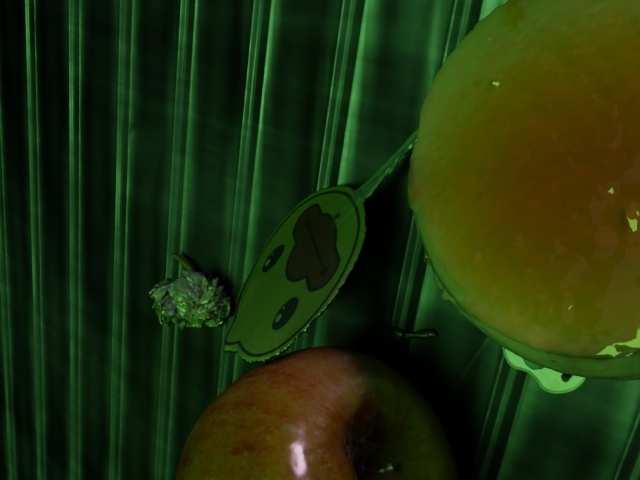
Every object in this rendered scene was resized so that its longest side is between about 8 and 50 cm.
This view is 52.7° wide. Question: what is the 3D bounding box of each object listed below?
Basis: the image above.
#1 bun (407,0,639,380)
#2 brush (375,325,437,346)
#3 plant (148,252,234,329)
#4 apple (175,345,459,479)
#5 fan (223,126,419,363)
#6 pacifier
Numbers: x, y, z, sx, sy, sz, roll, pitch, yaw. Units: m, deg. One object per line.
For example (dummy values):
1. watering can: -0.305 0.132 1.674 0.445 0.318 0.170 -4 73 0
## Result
1. bun: 0.217 -0.045 0.486 0.298 0.164 0.299 -7 80 43
2. brush: 0.095 0.107 0.727 0.083 0.008 0.024 -10 92 41
3. plant: -0.182 0.069 0.920 0.116 0.104 0.122 -9 59 6
4. apple: -0.009 0.263 0.666 0.275 0.299 0.299 -30 82 44
5. fan: -0.001 -0.001 0.690 0.335 0.011 0.230 -47 25 12
6. pacifier: 0.208 0.102 0.598 0.083 0.064 0.068 37 105 26
